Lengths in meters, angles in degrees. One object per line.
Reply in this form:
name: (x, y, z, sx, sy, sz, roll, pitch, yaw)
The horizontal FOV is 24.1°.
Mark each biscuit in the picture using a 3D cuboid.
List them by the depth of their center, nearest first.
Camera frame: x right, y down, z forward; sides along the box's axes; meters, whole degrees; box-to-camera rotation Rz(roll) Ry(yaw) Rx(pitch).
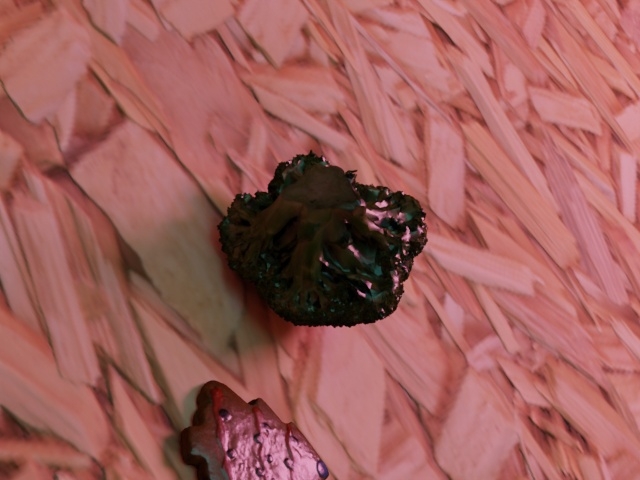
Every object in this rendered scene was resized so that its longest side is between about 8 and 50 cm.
biscuit: (-0.046, 0.161, 1.116, 0.130, 0.019, 0.119, 16, 53, -35)

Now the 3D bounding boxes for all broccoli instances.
broccoli: (0.000, 0.000, 1.197, 0.162, 0.138, 0.146, 13, 55, 14)
